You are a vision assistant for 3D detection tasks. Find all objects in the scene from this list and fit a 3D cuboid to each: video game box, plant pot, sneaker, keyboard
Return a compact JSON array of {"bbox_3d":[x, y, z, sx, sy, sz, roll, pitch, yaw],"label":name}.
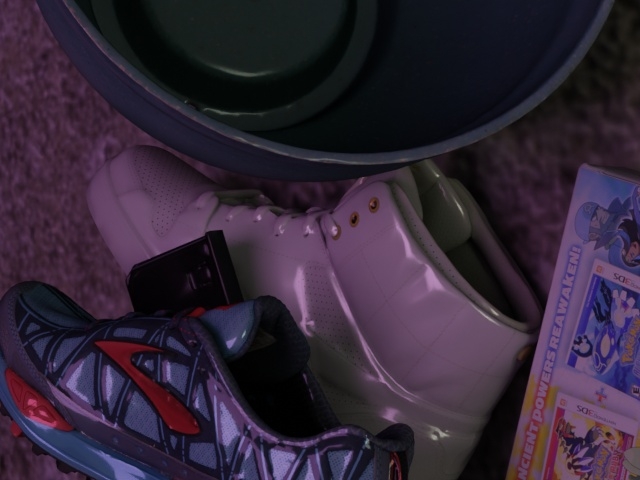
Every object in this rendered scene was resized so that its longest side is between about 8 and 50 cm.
[{"bbox_3d":[0.178,0.085,0.738,0.187,0.048,0.205,22,104,42],"label":"video game box"},{"bbox_3d":[-0.020,-0.157,0.809,0.196,0.293,0.293,146,118,-70],"label":"plant pot"},{"bbox_3d":[0.000,0.000,0.889,0.292,0.108,0.169,44,118,26],"label":"sneaker"},{"bbox_3d":[-0.055,0.074,0.799,0.262,0.104,0.125,32,105,28],"label":"sneaker"},{"bbox_3d":[-0.042,0.086,0.854,0.108,0.023,0.180,-22,84,44],"label":"keyboard"}]
